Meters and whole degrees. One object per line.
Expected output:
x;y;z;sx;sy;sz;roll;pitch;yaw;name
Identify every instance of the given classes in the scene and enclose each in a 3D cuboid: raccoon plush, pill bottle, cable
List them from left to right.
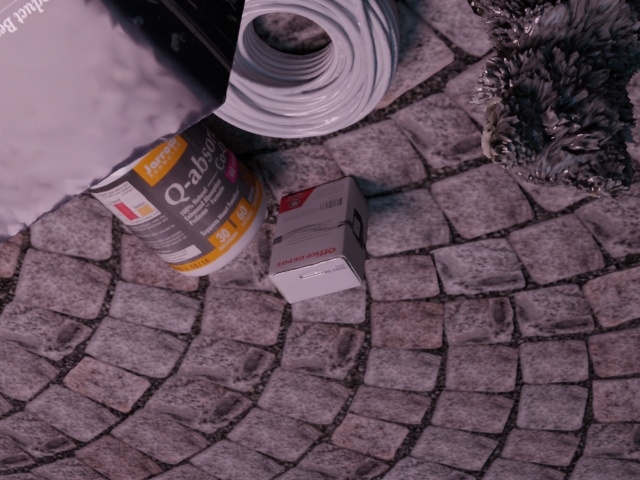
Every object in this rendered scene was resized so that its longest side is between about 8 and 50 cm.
-0.206;-0.093;1.530;0.162;0.162;0.278;-24;129;28;pill bottle
-0.036;-0.235;1.417;0.257;0.089;0.257;-13;133;20;cable
0.257;-0.258;1.203;0.216;0.299;0.446;6;136;1;raccoon plush

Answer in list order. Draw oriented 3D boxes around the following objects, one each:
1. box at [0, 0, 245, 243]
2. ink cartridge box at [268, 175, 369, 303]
-0.308;-0.345;1.053;0.297;0.480;0.472;-26;127;28;box
0.000;0.000;1.607;0.109;0.150;0.063;-16;132;22;ink cartridge box
